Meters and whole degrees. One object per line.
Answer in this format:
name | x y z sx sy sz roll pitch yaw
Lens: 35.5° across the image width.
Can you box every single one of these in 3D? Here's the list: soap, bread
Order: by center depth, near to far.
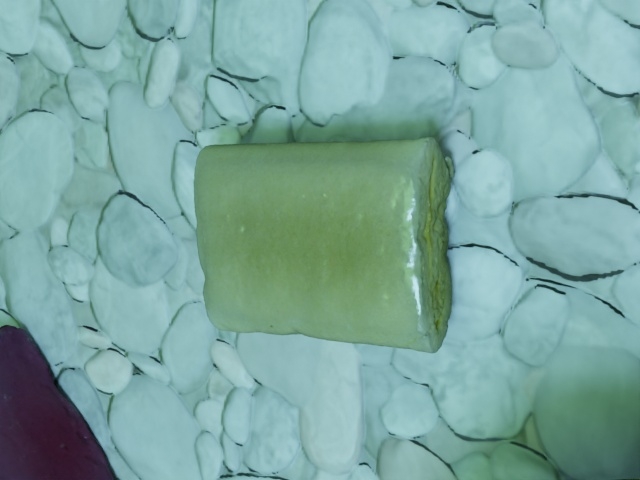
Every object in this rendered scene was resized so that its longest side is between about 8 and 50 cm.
bread | 0.000 -0.001 0.666 0.178 0.060 0.139 4 101 31
soap | -0.341 0.269 0.895 0.359 0.128 0.233 -40 78 30

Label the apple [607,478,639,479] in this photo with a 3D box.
apple | 0.162 0.280 0.485 0.319 0.319 0.277 53 147 12
